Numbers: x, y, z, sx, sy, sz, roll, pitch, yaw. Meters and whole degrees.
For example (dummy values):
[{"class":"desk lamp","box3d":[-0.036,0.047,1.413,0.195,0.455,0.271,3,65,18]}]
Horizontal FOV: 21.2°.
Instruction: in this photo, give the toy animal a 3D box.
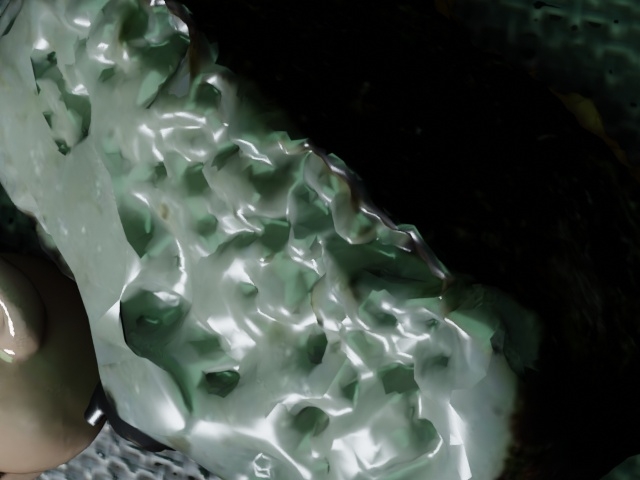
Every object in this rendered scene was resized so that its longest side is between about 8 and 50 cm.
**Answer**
[{"class":"toy animal","box3d":[-0.216,0.057,0.946,0.248,0.165,0.149,12,92,33]}]

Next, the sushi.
[{"class":"sushi","box3d":[0.000,0.000,0.780,0.348,0.207,0.234,47,134,16]}]
